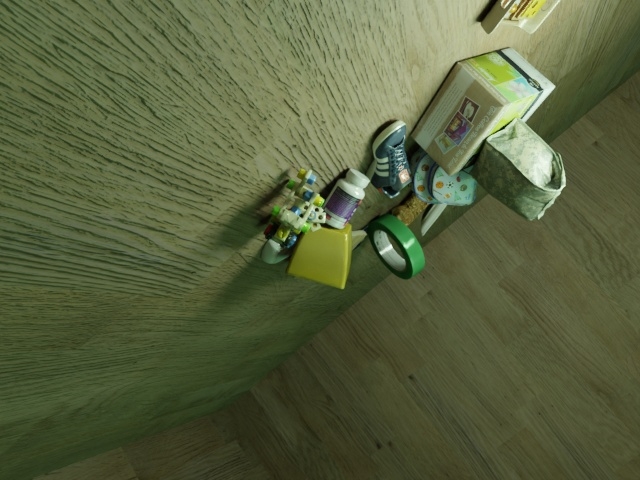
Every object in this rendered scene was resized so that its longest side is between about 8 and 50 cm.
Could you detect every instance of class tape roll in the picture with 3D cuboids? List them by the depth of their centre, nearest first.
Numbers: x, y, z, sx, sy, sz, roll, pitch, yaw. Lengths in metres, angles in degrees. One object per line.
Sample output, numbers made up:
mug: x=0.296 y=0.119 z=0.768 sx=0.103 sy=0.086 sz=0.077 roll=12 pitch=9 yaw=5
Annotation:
tape roll: x=0.350 y=0.030 z=2.373 sx=0.077 sy=0.321 sz=0.321 roll=-33 pitch=162 yaw=-18

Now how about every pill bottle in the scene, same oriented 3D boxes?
pill bottle: x=0.083 y=-0.144 z=1.732 sx=0.193 sy=0.108 sz=0.108 roll=-57 pitch=157 yaw=20

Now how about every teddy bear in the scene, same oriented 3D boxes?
teddy bear: x=0.457 y=-0.178 z=2.462 sx=0.338 sy=0.113 sz=0.245 roll=-46 pitch=170 yaw=-1

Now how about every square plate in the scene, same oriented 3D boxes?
square plate: x=0.601 y=-0.207 z=2.527 sx=0.347 sy=0.049 sz=0.344 roll=-58 pitch=176 yaw=21

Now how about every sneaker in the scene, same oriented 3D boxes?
sneaker: x=0.256 y=-0.264 z=1.729 sx=0.131 sy=0.148 sz=0.350 roll=-34 pitch=162 yaw=-14

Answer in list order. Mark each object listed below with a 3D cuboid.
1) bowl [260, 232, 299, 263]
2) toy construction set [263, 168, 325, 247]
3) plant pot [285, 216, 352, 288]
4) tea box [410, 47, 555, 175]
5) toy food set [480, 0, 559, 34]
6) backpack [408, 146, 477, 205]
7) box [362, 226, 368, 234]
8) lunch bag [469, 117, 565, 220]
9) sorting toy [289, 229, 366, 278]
bowl: x=-0.139 y=0.026 z=1.840 sx=0.142 sy=0.053 sz=0.142 roll=-27 pitch=158 yaw=-33
toy construction set: x=-0.076 y=-0.082 z=1.567 sx=0.214 sy=0.151 sz=0.327 roll=-62 pitch=173 yaw=-8
plant pot: x=0.015 y=0.027 z=1.817 sx=0.212 sy=0.213 sz=0.187 roll=-61 pitch=166 yaw=-71
tea box: x=0.548 y=-0.441 z=1.743 sx=0.324 sy=0.220 sz=0.329 roll=-27 pitch=159 yaw=-35
toy food set: x=0.612 y=-0.690 z=1.452 sx=0.306 sy=0.092 sz=0.219 roll=-21 pitch=156 yaw=-43
backpack: x=0.479 y=-0.252 z=1.972 sx=0.213 sy=0.264 sz=0.276 roll=-89 pitch=-179 yaw=-70
box: x=0.139 y=0.025 z=2.387 sx=0.225 sy=0.036 sz=0.136 roll=-36 pitch=168 yaw=-25
lunch bag: x=0.671 y=-0.221 z=1.692 sx=0.169 sy=0.287 sz=0.235 roll=-35 pitch=162 yaw=-11
sorting toy: x=0.020 y=0.032 z=2.081 sx=0.256 sy=0.089 sz=0.257 roll=-6 pitch=144 yaw=-51
